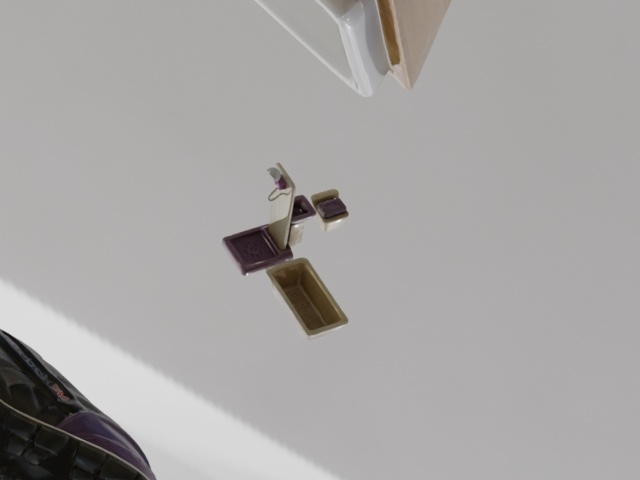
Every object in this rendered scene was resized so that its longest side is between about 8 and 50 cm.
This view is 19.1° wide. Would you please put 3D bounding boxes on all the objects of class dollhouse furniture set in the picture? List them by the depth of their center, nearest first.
[{"bbox_3d":[0.000,0.000,1.288,0.091,0.081,0.114,-17,-128,-23],"label":"dollhouse furniture set"}]

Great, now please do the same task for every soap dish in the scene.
[{"bbox_3d":[-0.031,-0.241,1.248,0.118,0.229,0.291,-45,-101,-3],"label":"soap dish"}]

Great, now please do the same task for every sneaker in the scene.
[{"bbox_3d":[-0.215,0.089,1.095,0.283,0.107,0.124,42,-173,-16],"label":"sneaker"}]
